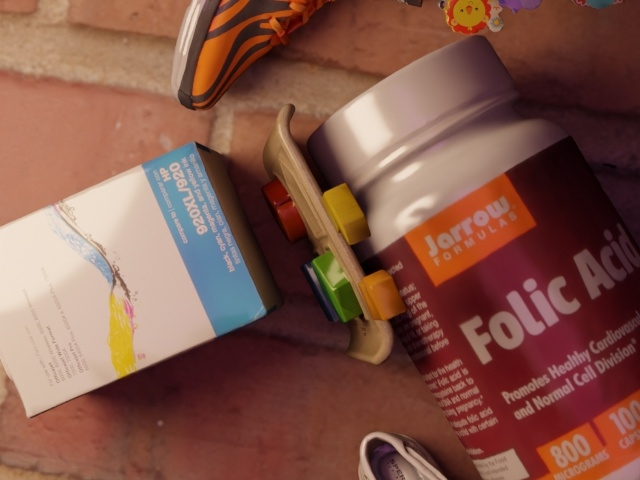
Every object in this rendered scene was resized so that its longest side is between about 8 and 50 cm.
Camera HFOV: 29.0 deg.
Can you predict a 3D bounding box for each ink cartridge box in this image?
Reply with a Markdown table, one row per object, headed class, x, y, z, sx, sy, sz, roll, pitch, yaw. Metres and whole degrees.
| class | x | y | z | sx | sy | sz | roll | pitch | yaw |
| --- | --- | --- | --- | --- | --- | --- | --- | --- | --- |
| ink cartridge box | -0.177 | 0.034 | 1.138 | 0.232 | 0.171 | 0.168 | -24 | 90 | 3 |

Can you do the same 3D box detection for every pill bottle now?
| class | x | y | z | sx | sy | sz | roll | pitch | yaw |
| --- | --- | --- | --- | --- | --- | --- | --- | --- | --- |
| pill bottle | 0.166 | 0.033 | 1.088 | 0.224 | 0.224 | 0.392 | -31 | 86 | 3 |

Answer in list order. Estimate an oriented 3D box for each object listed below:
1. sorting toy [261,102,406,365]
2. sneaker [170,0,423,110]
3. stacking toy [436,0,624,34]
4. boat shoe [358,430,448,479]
| class | x | y | z | sx | sy | sz | roll | pitch | yaw |
| --- | --- | --- | --- | --- | --- | --- | --- | --- | --- |
| sorting toy | 0.000 | 0.000 | 1.061 | 0.041 | 0.307 | 0.229 | -23 | 89 | -7 |
| sneaker | 0.000 | -0.236 | 1.146 | 0.180 | 0.124 | 0.321 | 31 | 93 | 3 |
| stacking toy | 0.213 | -0.226 | 1.114 | 0.221 | 0.167 | 0.052 | -4 | 108 | 0 |
| boat shoe | 0.119 | 0.288 | 1.119 | 0.098 | 0.096 | 0.277 | -41 | 65 | -1 |
